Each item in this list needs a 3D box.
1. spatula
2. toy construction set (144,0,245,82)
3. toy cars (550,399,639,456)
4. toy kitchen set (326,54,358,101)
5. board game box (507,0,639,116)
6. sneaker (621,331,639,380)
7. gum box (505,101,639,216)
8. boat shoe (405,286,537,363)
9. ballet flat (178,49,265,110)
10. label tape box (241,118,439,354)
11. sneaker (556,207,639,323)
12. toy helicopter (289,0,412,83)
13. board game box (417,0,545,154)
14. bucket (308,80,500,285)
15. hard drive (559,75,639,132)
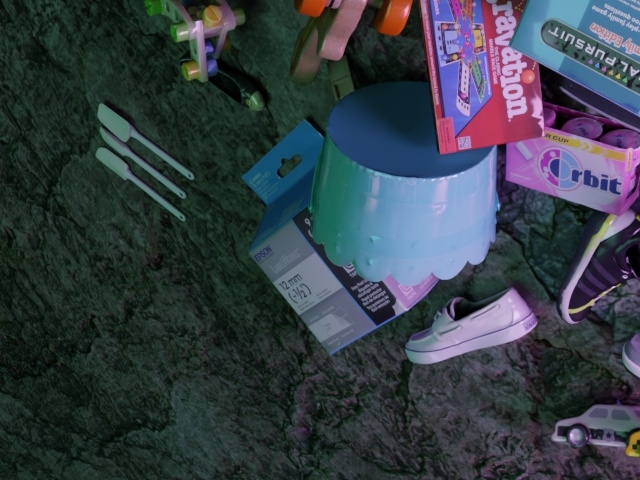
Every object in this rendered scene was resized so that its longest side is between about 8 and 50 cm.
[{"bbox_3d":[-0.344,-0.149,2.278,0.242,0.019,0.168,37,139,15],"label":"spatula"},{"bbox_3d":[-0.178,-0.423,1.784,0.215,0.151,0.327,59,140,28],"label":"toy construction set"},{"bbox_3d":[0.487,0.270,1.707,0.394,0.177,0.087,167,107,-72],"label":"toy cars"},{"bbox_3d":[0.062,-0.236,1.812,0.068,0.075,0.083,-21,148,13],"label":"toy kitchen set"},{"bbox_3d":[0.393,-0.316,1.327,0.254,0.079,0.336,33,126,20],"label":"board game box"},{"bbox_3d":[0.541,0.126,1.567,0.296,0.124,0.178,7,131,31],"label":"sneaker"},{"bbox_3d":[0.349,-0.114,1.604,0.188,0.062,0.107,21,134,31],"label":"gum box"},{"bbox_3d":[0.232,0.131,1.911,0.258,0.095,0.084,-22,101,39],"label":"boat shoe"},{"bbox_3d":[-0.165,-0.264,1.983,0.173,0.049,0.057,34,140,18],"label":"ballet flat"},{"bbox_3d":[0.000,0.000,1.995,0.347,0.115,0.249,50,142,-3],"label":"label tape box"},{"bbox_3d":[0.406,0.046,1.665,0.097,0.084,0.234,30,138,21],"label":"sneaker"},{"bbox_3d":[0.015,-0.344,1.650,0.140,0.234,0.355,10,155,-13],"label":"toy helicopter"},{"bbox_3d":[0.206,-0.261,1.526,0.027,0.145,0.281,-108,8,-74],"label":"board game box"},{"bbox_3d":[0.124,-0.090,1.680,0.281,0.281,0.183,27,136,26],"label":"bucket"},{"bbox_3d":[0.421,-0.207,1.464,0.255,0.054,0.172,28,137,25],"label":"hard drive"}]
